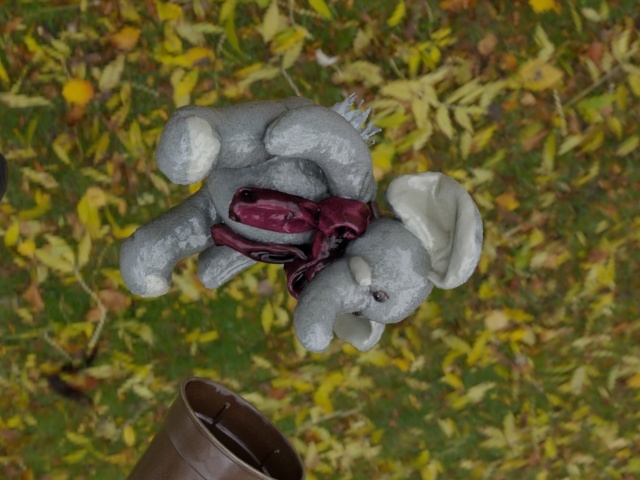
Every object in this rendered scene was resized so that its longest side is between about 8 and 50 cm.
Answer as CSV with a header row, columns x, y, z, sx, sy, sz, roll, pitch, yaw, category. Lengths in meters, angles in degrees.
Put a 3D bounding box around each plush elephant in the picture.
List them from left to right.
x,y,z,sx,sy,sz,roll,pitch,yaw,category
0.000,0.000,1.125,0.330,0.255,0.272,-26,160,-40,plush elephant

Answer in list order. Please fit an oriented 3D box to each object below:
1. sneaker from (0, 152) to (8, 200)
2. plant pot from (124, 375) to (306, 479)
x,y,z,sx,sy,sz,roll,pitch,yaw,category
-0.322,-0.040,1.038,0.051,0.170,0.089,38,135,-15,sneaker
-0.129,0.261,1.205,0.167,0.167,0.165,31,102,-38,plant pot
